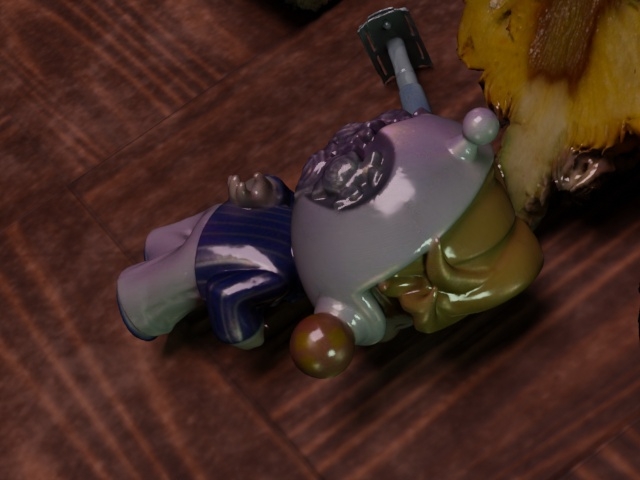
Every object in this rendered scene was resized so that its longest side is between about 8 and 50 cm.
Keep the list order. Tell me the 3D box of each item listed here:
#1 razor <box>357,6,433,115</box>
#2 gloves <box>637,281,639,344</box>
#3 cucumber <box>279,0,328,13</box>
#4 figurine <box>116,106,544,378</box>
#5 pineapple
[{"bbox_3d":[0.065,-0.093,1.039,0.040,0.068,0.135,-21,52,10],"label":"razor"},{"bbox_3d":[0.263,0.021,0.765,0.203,0.124,0.164,-17,66,-26],"label":"gloves"},{"bbox_3d":[-0.094,-0.299,1.296,0.096,0.096,0.359,-37,41,-11],"label":"cucumber"},{"bbox_3d":[0.001,-0.005,0.927,0.274,0.133,0.194,4,36,49],"label":"figurine"},{"bbox_3d":[0.193,-0.077,0.929,0.250,0.139,0.164,11,94,55],"label":"pineapple"}]
